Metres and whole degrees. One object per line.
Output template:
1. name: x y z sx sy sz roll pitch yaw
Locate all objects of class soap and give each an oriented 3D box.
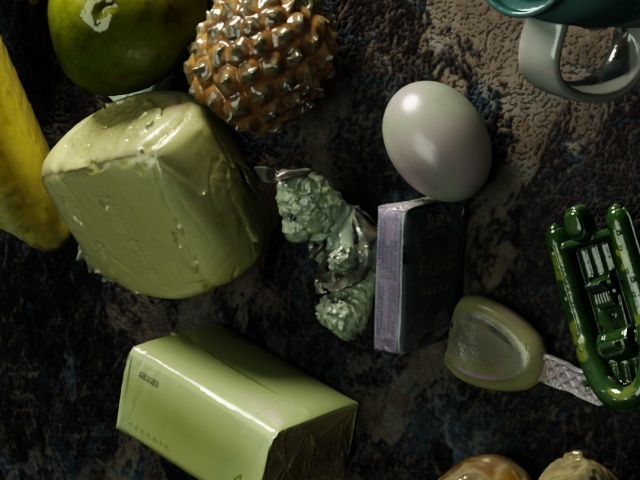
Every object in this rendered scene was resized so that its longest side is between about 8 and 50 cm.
1. soap: -0.425 -0.196 1.944 0.115 0.306 0.427 -20 111 2

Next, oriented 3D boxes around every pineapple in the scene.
1. pineapple: -0.054 -0.213 1.771 0.166 0.166 0.193 40 109 27

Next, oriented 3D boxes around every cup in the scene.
1. cup: 0.256 -0.265 1.446 0.219 0.258 0.289 24 113 40

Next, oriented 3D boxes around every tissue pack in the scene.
1. tissue pack: 0.103 0.033 1.710 0.051 0.112 0.156 10 104 37
2. tissue pack: -0.098 0.200 1.873 0.234 0.159 0.125 27 114 33

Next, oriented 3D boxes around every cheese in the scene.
1. cheese: 0.216 0.124 1.684 0.192 0.037 0.097 21 111 34

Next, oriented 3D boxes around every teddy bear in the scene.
1. teddy bear: 0.021 -0.002 1.769 0.133 0.111 0.213 -144 32 -72

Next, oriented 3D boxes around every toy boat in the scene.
1. toy boat: 0.284 0.066 1.606 0.104 0.052 0.210 -18 82 37

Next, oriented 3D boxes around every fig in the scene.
1. fig: -0.226 -0.246 1.839 0.181 0.181 0.191 48 136 22

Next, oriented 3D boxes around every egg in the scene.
1. egg: 0.121 -0.101 1.677 0.103 0.103 0.135 -43 72 36

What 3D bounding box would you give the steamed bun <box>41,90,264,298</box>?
1. steamed bun: -0.181 -0.055 1.887 0.273 0.166 0.232 -9 125 46

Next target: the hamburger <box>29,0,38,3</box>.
1. hamburger: -0.384 -0.465 1.959 0.209 0.162 0.330 -35 118 9

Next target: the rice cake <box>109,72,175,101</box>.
1. rice cake: -0.209 -0.259 1.959 0.124 0.038 0.211 40 119 27

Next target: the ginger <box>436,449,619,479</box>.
1. ginger: 0.254 0.368 1.620 0.375 0.176 0.256 59 145 12
